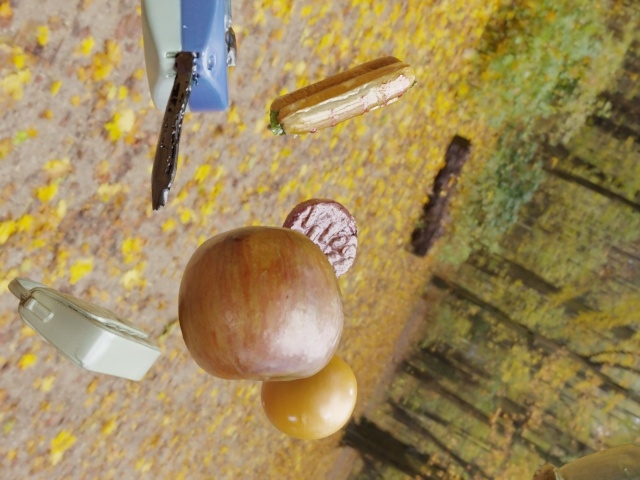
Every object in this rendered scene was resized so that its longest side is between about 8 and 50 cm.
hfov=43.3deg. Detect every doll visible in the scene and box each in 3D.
[{"bbox_3d":[-0.034,0.308,1.731,0.213,0.213,0.236,-53,142,-35],"label":"doll"}]

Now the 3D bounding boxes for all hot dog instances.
[{"bbox_3d":[0.030,-0.217,1.262,0.250,0.104,0.076,-26,119,-12],"label":"hot dog"}]

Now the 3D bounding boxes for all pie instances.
[{"bbox_3d":[0.000,0.000,1.390,0.154,0.154,0.036,-61,-154,-2],"label":"pie"}]

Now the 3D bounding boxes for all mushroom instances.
[{"bbox_3d":[0.480,0.354,1.194,0.087,0.333,0.107,68,9,-73],"label":"mushroom"}]

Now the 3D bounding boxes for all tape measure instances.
[{"bbox_3d":[-0.142,-0.180,0.878,0.215,0.098,0.351,109,-20,-77],"label":"tape measure"}]

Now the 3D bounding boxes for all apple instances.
[{"bbox_3d":[-0.073,0.084,1.014,0.211,0.211,0.187,69,20,-74],"label":"apple"}]

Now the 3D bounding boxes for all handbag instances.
[{"bbox_3d":[-0.373,0.123,1.248,0.079,0.219,0.256,-54,165,-6],"label":"handbag"}]
